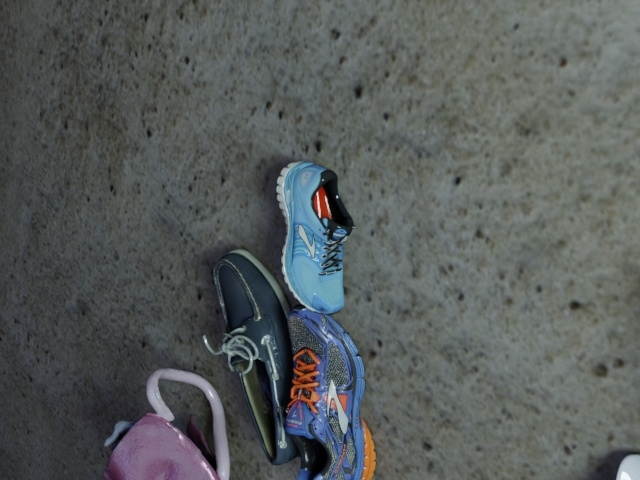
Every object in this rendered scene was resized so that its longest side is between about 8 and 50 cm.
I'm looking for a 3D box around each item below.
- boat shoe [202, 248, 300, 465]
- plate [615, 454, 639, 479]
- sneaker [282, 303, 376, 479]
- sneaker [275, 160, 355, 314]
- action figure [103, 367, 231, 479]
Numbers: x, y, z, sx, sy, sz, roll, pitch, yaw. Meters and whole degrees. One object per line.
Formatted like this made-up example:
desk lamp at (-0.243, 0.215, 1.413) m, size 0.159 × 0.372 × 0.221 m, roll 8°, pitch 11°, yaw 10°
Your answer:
boat shoe at (-0.075, 0.135, 1.124) m, size 0.095 × 0.079 × 0.255 m, roll -21°, pitch 88°, yaw 54°
plate at (0.300, 0.304, 0.646) m, size 0.278 × 0.045 × 0.277 m, roll -1°, pitch 67°, yaw 53°
sneaker at (0.000, 0.176, 1.039) m, size 0.083 × 0.087 × 0.221 m, roll -2°, pitch 104°, yaw 52°
sneaker at (0.000, 0.000, 0.982) m, size 0.073 × 0.063 × 0.162 m, roll 3°, pitch 108°, yaw 48°
action figure at (-0.117, 0.381, 1.246) m, size 0.370 × 0.248 × 0.276 m, roll 41°, pitch 108°, yaw 36°
